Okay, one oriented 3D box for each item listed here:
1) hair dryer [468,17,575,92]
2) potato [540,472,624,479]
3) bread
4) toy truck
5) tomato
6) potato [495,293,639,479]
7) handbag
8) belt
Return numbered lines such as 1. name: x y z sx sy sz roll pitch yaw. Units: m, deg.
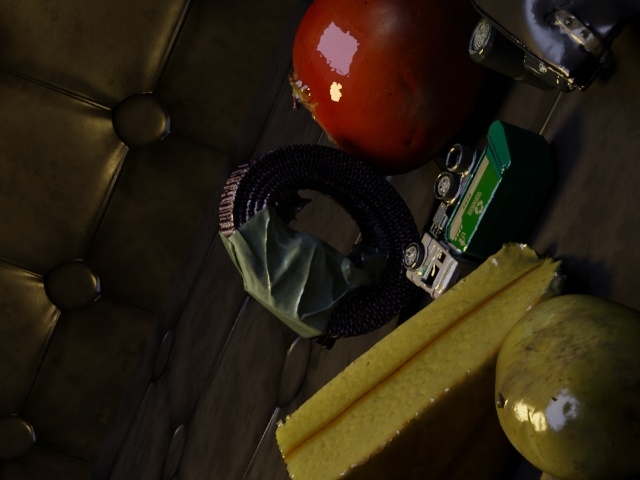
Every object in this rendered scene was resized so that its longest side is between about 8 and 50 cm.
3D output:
1. hair dryer: 0.283 -0.230 1.799 0.071 0.124 0.219 -66 21 15
2. potato: 0.264 0.262 1.367 0.091 0.070 0.138 -46 13 14
3. bread: 0.127 0.148 1.659 0.233 0.245 0.361 -124 52 -71
4. toy truck: 0.213 -0.033 1.816 0.253 0.114 0.124 -66 28 14
5. tomato: 0.114 -0.269 2.101 0.321 0.322 0.321 -57 21 36
6. potato: 0.263 0.147 1.344 0.228 0.197 0.148 23 127 63
7. handbag: 0.349 -0.346 1.668 0.342 0.152 0.288 -46 35 23
8. belt: 0.000 0.000 2.046 0.260 0.325 0.122 -54 13 -14
